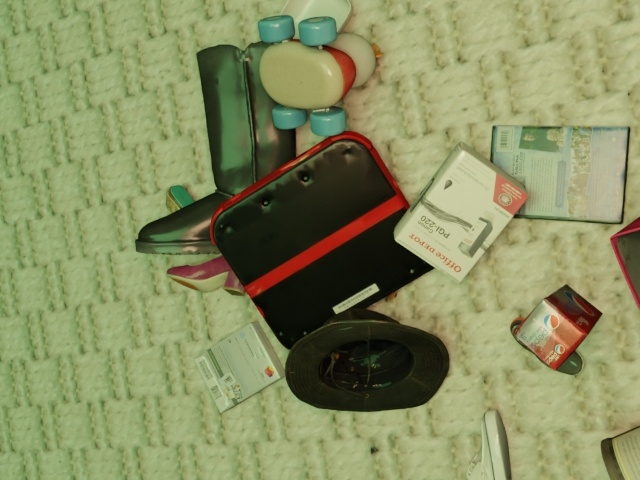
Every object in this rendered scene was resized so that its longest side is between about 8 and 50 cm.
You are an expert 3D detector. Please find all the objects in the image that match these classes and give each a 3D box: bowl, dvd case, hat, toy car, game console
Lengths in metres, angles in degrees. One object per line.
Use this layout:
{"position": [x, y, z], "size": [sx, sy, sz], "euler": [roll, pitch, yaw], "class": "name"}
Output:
{"position": [-0.006, -0.481, 1.610], "size": [0.142, 0.053, 0.142], "euler": [44, 108, 17], "class": "bowl"}
{"position": [0.448, -0.128, 1.427], "size": [0.252, 0.022, 0.181], "euler": [5, 95, 25], "class": "dvd case"}
{"position": [0.093, 0.223, 1.535], "size": [0.331, 0.331, 0.134], "euler": [-29, 35, 23], "class": "hat"}
{"position": [0.019, -0.359, 1.528], "size": [0.210, 0.238, 0.219], "euler": [16, 125, 39], "class": "toy car"}
{"position": [0.000, 0.000, 1.537], "size": [0.386, 0.060, 0.342], "euler": [-31, 102, 10], "class": "game console"}

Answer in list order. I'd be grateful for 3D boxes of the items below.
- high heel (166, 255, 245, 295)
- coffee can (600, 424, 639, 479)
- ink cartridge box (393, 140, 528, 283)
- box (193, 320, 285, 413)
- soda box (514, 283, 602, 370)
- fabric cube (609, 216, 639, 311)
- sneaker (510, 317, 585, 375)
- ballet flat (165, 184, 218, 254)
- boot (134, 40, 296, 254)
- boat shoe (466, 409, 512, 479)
{"position": [-0.252, 0.057, 1.747], "size": [0.244, 0.082, 0.117], "euler": [3, 65, 37], "class": "high heel"}
{"position": [0.647, 0.375, 1.252], "size": [0.275, 0.201, 0.202], "euler": [-33, 78, 23], "class": "coffee can"}
{"position": [0.264, -0.052, 1.429], "size": [0.158, 0.092, 0.218], "euler": [34, 109, -4], "class": "ink cartridge box"}
{"position": [-0.188, 0.293, 1.733], "size": [0.186, 0.038, 0.145], "euler": [-35, 78, 23], "class": "box"}
{"position": [0.423, 0.146, 1.315], "size": [0.092, 0.263, 0.083], "euler": [42, 109, 18], "class": "soda box"}
{"position": [0.654, 0.039, 1.144], "size": [0.254, 0.258, 0.259], "euler": [-22, 92, 49], "class": "fabric cube"}
{"position": [0.425, 0.208, 1.426], "size": [0.158, 0.065, 0.061], "euler": [32, 105, 21], "class": "sneaker"}
{"position": [-0.297, -0.039, 1.766], "size": [0.206, 0.073, 0.067], "euler": [55, 139, 16], "class": "ballet flat"}
{"position": [-0.230, -0.198, 1.628], "size": [0.366, 0.146, 0.446], "euler": [-4, 94, -7], "class": "boot"}
{"position": [0.327, 0.462, 1.465], "size": [0.084, 0.095, 0.258], "euler": [-6, 88, 21], "class": "boat shoe"}
